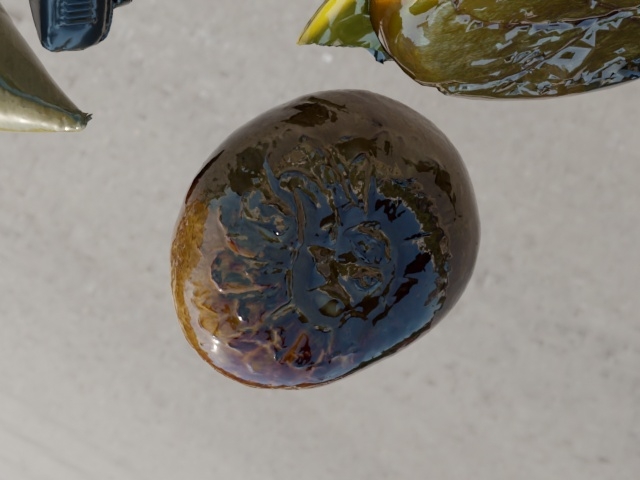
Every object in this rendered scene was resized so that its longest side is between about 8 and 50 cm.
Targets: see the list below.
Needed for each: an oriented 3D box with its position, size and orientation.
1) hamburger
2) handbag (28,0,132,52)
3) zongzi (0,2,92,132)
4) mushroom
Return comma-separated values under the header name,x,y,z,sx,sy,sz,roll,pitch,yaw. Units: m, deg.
name,x,y,z,sx,sy,sz,roll,pitch,yaw
hamburger,0.119,-0.162,0.861,0.262,0.138,0.243,12,153,-42
handbag,-0.201,-0.306,1.281,0.088,0.244,0.275,-16,148,-17
zongzi,-0.454,-0.378,1.934,0.467,0.218,0.499,7,113,25
mushroom,0.008,0.010,1.531,0.163,0.297,0.278,45,166,51
